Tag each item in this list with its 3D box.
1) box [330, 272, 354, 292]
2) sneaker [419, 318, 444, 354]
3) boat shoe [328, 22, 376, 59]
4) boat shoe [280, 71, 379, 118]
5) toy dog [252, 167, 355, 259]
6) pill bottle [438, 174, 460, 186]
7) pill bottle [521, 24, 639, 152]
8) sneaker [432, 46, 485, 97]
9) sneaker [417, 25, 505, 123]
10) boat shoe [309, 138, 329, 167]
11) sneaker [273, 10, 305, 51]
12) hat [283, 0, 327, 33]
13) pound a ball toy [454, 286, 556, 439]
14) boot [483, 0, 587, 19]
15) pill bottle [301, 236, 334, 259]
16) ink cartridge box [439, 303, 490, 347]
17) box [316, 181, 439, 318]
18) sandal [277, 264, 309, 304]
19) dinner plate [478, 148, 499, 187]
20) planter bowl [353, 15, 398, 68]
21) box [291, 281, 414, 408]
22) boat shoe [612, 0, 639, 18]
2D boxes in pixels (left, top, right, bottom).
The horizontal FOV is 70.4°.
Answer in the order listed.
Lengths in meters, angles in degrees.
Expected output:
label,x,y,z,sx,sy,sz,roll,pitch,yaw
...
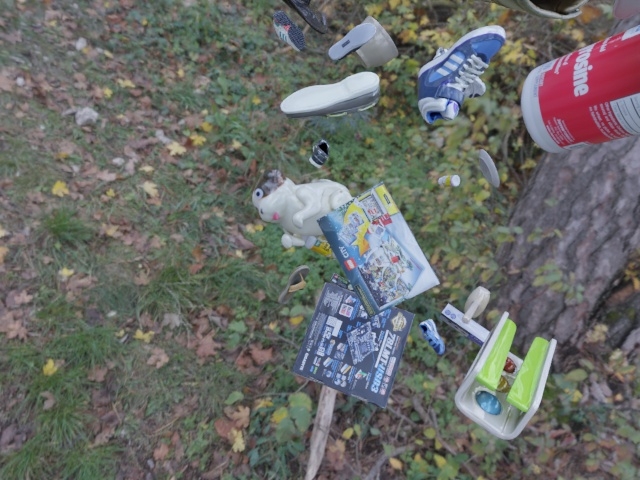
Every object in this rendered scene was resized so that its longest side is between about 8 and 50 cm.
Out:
label,x,y,z,sx,sy,sz,roll,pitch,yaw
box,0.134,0.197,1.731,0.207,0.036,0.114,31,-6,7
sneaker,0.427,0.376,1.752,0.059,0.053,0.144,-2,55,-32
boat shoe,0.086,-0.530,1.212,0.049,0.142,0.040,66,24,-1
boat shoe,0.033,-0.420,1.383,0.305,0.091,0.109,-15,56,2
toy dog,-0.073,-0.154,1.855,0.408,0.284,0.395,12,57,-15
pill bottle,0.506,-0.234,1.790,0.043,0.043,0.083,9,1,-29
pill bottle,0.692,-0.349,1.011,0.229,0.408,0.228,3,84,-33
sneaker,0.521,-0.644,1.701,0.235,0.094,0.153,18,63,-12
sneaker,0.457,-0.506,1.468,0.130,0.323,0.236,15,66,-39
boat shoe,0.012,-0.397,1.991,0.084,0.079,0.233,31,31,-10
sneaker,-0.110,-0.716,1.583,0.057,0.075,0.161,-37,86,-17
hat,-0.070,-0.614,0.972,0.331,0.134,0.331,37,25,-21
pound a ball toy,0.367,0.251,0.983,0.208,0.135,0.319,31,30,21
boot,0.311,-0.348,0.613,0.213,0.077,0.165,-11,37,-18
pill bottle,0.000,0.000,2.095,0.209,0.117,0.117,25,33,-18
ink cartridge box,0.516,0.306,1.574,0.207,0.046,0.097,35,-11,20
box,0.116,0.020,0.930,0.233,0.159,0.044,62,14,5
sandal,-0.081,0.152,1.483,0.072,0.180,0.049,-1,41,-47
dinner plate,0.563,-0.240,1.530,0.141,0.017,0.141,63,8,-15
planter bowl,0.169,-0.652,1.531,0.162,0.109,0.162,49,9,-11
box,0.101,0.312,1.376,0.294,0.073,0.295,19,73,8
boat shoe,0.678,-0.563,0.942,0.075,0.206,0.064,6,66,7
